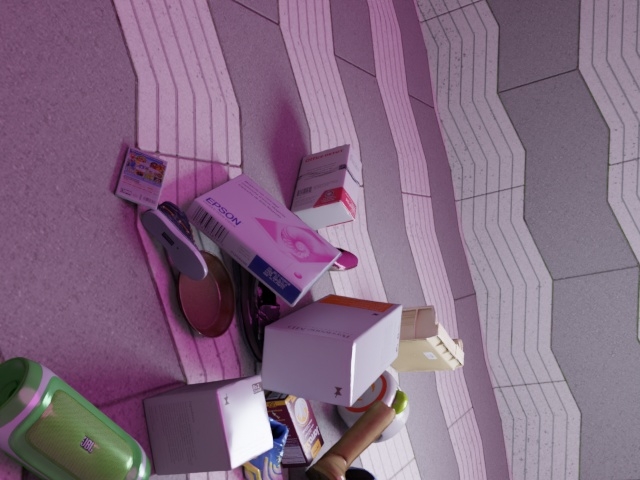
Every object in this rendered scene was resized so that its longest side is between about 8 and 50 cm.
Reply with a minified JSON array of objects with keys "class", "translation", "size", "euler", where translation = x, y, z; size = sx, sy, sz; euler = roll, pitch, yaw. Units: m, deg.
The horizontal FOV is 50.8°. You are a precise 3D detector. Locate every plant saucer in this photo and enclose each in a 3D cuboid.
[{"class":"plant saucer","translation":[-0.261,0.121,1.504],"size":[0.198,0.036,0.199],"euler":[35,48,-52]}]

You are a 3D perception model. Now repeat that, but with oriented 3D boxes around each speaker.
[{"class":"speaker","translation":[-0.399,0.311,1.058],"size":[0.296,0.131,0.131],"euler":[56,34,-36]}]

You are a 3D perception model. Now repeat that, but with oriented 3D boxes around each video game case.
[{"class":"video game case","translation":[-0.368,-0.129,1.394],"size":[0.087,0.011,0.122],"euler":[22,55,-25]}]

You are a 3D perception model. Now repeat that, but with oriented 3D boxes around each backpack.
[{"class":"backpack","translation":[0.091,0.674,1.789],"size":[0.117,0.173,0.158],"euler":[22,59,-58]}]

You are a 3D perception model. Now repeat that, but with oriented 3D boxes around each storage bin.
[{"class":"storage bin","translation":[0.326,0.340,2.300],"size":[0.262,0.260,0.123],"euler":[48,43,-44]}]

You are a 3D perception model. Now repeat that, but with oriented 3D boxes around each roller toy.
[{"class":"roller toy","translation":[0.156,0.485,1.981],"size":[0.146,0.191,0.209],"euler":[57,-3,-32]}]

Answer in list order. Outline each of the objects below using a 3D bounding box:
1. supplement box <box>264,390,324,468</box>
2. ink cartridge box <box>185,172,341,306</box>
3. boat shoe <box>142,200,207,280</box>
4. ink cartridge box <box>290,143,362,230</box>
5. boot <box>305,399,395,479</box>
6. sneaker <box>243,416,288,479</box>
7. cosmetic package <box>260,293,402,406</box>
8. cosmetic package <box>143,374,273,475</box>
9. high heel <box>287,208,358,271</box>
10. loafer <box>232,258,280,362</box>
[{"class":"supplement box","translation":[-0.070,0.455,1.676],"size":[0.104,0.080,0.188],"euler":[-42,116,-60]},{"class":"ink cartridge box","translation":[-0.113,-0.027,1.637],"size":[0.324,0.071,0.330],"euler":[39,31,4]},{"class":"boat shoe","translation":[-0.291,-0.004,1.431],"size":[0.183,0.065,0.083],"euler":[52,30,-7]},{"class":"ink cartridge box","translation":[0.021,-0.158,2.020],"size":[0.100,0.172,0.237],"euler":[52,36,-40]},{"class":"boot","translation":[0.088,0.514,1.713],"size":[0.269,0.236,0.089],"euler":[-40,89,-20]},{"class":"sneaker","translation":[-0.117,0.482,1.523],"size":[0.240,0.126,0.091],"euler":[62,31,-27]},{"class":"cosmetic package","translation":[0.045,0.265,1.743],"size":[0.453,0.230,0.161],"euler":[-17,112,-69]},{"class":"cosmetic package","translation":[-0.217,0.359,1.320],"size":[0.151,0.183,0.151],"euler":[-3,81,-62]},{"class":"high heel","translation":[0.000,0.000,1.949],"size":[0.377,0.127,0.181],"euler":[2,88,-59]},{"class":"loafer","translation":[-0.144,0.146,1.652],"size":[0.109,0.095,0.303],"euler":[-2,80,-64]}]
